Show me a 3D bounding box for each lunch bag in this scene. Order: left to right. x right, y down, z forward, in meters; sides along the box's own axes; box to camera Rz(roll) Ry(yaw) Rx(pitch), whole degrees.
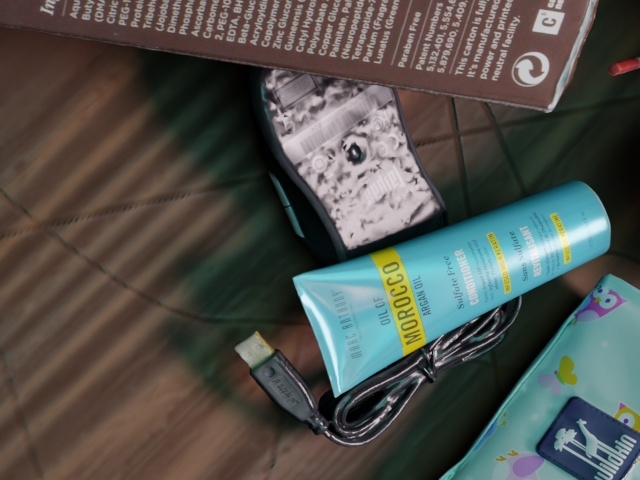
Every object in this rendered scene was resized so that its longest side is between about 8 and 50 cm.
[{"bbox_3d":[0.222,0.177,0.991,0.262,0.160,0.223,38,82,0],"label":"lunch bag"}]

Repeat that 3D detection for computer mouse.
[{"bbox_3d":[0.000,0.000,0.982,0.184,0.060,0.262,-40,110,-19],"label":"computer mouse"}]

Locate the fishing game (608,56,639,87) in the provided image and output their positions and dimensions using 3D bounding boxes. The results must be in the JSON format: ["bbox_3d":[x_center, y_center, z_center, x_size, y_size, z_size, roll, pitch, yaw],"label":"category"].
[{"bbox_3d":[0.279,-0.013,1.023,0.264,0.041,0.189,56,30,6],"label":"fishing game"}]

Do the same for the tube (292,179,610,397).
[{"bbox_3d":[0.085,0.021,0.972,0.207,0.052,0.080,-23,98,-19],"label":"tube"}]

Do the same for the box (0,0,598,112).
[{"bbox_3d":[-0.042,-0.200,0.891,0.381,0.191,0.143,5,123,-16],"label":"box"}]
